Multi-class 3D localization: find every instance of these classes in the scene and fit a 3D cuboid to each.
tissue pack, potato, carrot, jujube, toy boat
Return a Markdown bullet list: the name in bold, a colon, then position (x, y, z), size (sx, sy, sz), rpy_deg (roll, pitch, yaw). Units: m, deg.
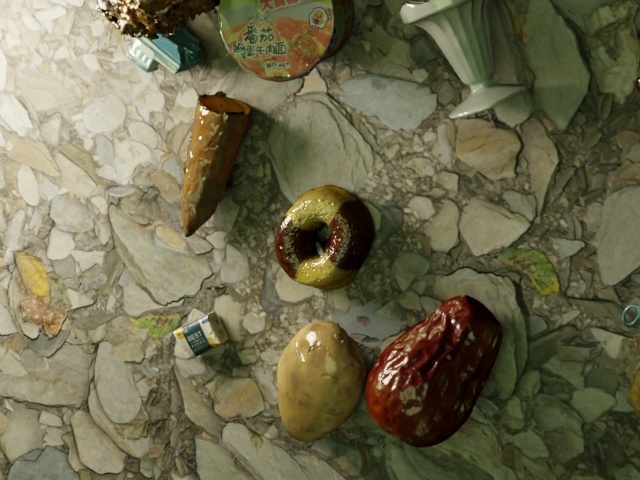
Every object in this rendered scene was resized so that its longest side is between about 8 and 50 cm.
- **tissue pack**: position (-0.217, 0.173, 2.146), size (0.083, 0.042, 0.062), rpy_deg (-26, 93, 26)
- **potato**: position (0.005, 0.245, 2.032), size (0.161, 0.128, 0.234), rpy_deg (14, 112, 36)
- **carrot**: position (-0.197, -0.123, 2.044), size (0.102, 0.102, 0.263), rpy_deg (23, 111, 16)
- **jujube**: position (0.189, 0.212, 1.912), size (0.190, 0.190, 0.255), rpy_deg (42, 101, 9)
- **toy boat**: position (-0.305, -0.346, 2.041), size (0.215, 0.088, 0.102), rpy_deg (40, 117, 9)

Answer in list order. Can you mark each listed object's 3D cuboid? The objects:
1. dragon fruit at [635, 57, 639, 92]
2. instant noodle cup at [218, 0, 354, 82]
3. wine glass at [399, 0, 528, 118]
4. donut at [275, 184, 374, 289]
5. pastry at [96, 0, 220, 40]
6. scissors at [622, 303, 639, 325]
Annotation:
- **dragon fruit**: position (0.586, -0.278, 1.676), size (0.282, 0.100, 0.343), rpy_deg (-17, 92, 27)
- **instant noodle cup**: position (-0.046, -0.360, 1.895), size (0.205, 0.153, 0.205), rpy_deg (4, 103, 20)
- **wine glass**: position (0.222, -0.298, 1.800), size (0.165, 0.165, 0.196), rpy_deg (-15, 103, 25)
- **donut**: position (0.000, 0.000, 2.001), size (0.166, 0.073, 0.184), rpy_deg (46, 113, 10)
- **pastry**: position (-0.261, -0.458, 1.903), size (0.275, 0.193, 0.274), rpy_deg (-12, 64, 26)
- **scissors**: position (0.516, 0.091, 1.835), size (0.058, 0.014, 0.119), rpy_deg (28, 114, 14)
